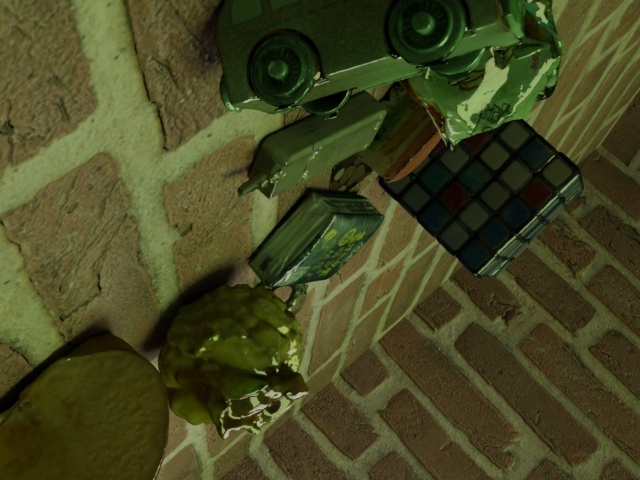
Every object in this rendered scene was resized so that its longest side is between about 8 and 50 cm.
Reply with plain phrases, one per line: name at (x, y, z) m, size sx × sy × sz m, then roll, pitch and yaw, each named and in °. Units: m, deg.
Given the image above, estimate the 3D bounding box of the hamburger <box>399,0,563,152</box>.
hamburger at (0.249, -0.269, 1.207) m, size 0.276 × 0.150 × 0.260 m, roll -30°, pitch 117°, yaw -8°

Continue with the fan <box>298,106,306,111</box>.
fan at (-0.039, -0.195, 1.077) m, size 0.057 × 0.023 × 0.282 m, roll -48°, pitch 165°, yaw 18°

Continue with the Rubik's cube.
Rubik's cube at (0.341, -0.118, 1.728) m, size 0.293 × 0.287 × 0.292 m, roll -48°, pitch 165°, yaw 14°

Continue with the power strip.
power strip at (-0.018, -0.133, 1.226) m, size 0.288 × 0.053 × 0.093 m, roll -31°, pitch 161°, yaw -39°

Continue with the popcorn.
popcorn at (-0.151, 0.202, 1.433) m, size 0.224 × 0.270 × 0.257 m, roll -17°, pitch 105°, yaw -65°

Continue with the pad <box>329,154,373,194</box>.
pad at (0.103, -0.164, 1.541) m, size 0.235 × 0.003 × 0.158 m, roll -39°, pitch 164°, yaw -16°

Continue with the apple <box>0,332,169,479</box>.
apple at (-0.362, 0.297, 1.213) m, size 0.309 × 0.314 × 0.252 m, roll -38°, pitch 121°, yaw -19°

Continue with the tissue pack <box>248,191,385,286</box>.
tissue pack at (0.000, 0.000, 1.552) m, size 0.185 × 0.081 × 0.257 m, roll -46°, pitch 164°, yaw 18°

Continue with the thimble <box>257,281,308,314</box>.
thimble at (-0.076, 0.110, 1.634) m, size 0.110 × 0.084 × 0.062 m, roll -31°, pitch 163°, yaw 5°

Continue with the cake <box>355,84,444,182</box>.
cake at (0.160, -0.206, 1.376) m, size 0.225 × 0.109 × 0.090 m, roll -49°, pitch 164°, yaw 19°

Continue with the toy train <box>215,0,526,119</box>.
toy train at (0.036, -0.217, 0.837) m, size 0.327 × 0.159 × 0.129 m, roll -13°, pitch 175°, yaw 25°
